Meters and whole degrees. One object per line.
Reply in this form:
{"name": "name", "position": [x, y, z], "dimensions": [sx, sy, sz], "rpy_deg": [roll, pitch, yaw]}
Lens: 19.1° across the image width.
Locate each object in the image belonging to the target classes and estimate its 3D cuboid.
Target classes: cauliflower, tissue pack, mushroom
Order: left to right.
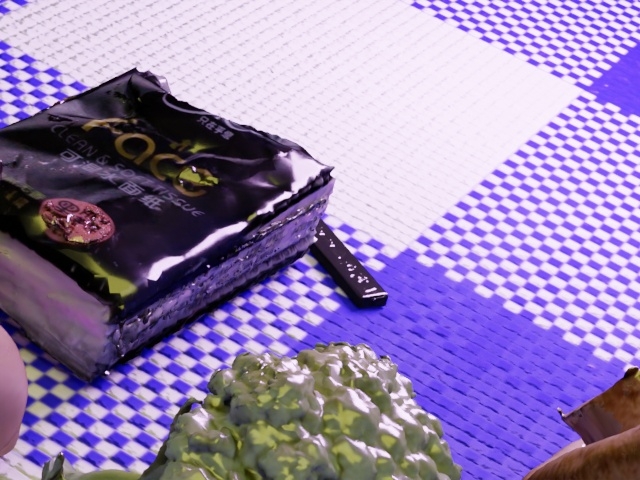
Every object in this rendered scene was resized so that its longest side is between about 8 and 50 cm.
{"name": "tissue pack", "position": [-0.168, -0.033, 1.618], "dimensions": [0.245, 0.123, 0.332], "rpy_deg": [34, 34, 19]}
{"name": "cauliflower", "position": [-0.037, 0.212, 1.247], "dimensions": [0.327, 0.281, 0.260], "rpy_deg": [22, 44, -47]}
{"name": "mushroom", "position": [0.262, 0.163, 1.422], "dimensions": [0.278, 0.278, 0.146], "rpy_deg": [-17, 76, -44]}

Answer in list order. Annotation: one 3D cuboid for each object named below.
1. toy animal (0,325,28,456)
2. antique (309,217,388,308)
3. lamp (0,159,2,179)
{"name": "toy animal", "position": [-0.307, 0.074, 1.355], "dimensions": [0.198, 0.171, 0.171], "rpy_deg": [36, 35, 20]}
{"name": "antique", "position": [0.000, 0.000, 1.753], "dimensions": [0.031, 0.015, 0.192], "rpy_deg": [-7, 39, -34]}
{"name": "lamp", "position": [-0.375, -0.061, 1.432], "dimensions": [0.223, 0.215, 0.151], "rpy_deg": [29, 48, -52]}
